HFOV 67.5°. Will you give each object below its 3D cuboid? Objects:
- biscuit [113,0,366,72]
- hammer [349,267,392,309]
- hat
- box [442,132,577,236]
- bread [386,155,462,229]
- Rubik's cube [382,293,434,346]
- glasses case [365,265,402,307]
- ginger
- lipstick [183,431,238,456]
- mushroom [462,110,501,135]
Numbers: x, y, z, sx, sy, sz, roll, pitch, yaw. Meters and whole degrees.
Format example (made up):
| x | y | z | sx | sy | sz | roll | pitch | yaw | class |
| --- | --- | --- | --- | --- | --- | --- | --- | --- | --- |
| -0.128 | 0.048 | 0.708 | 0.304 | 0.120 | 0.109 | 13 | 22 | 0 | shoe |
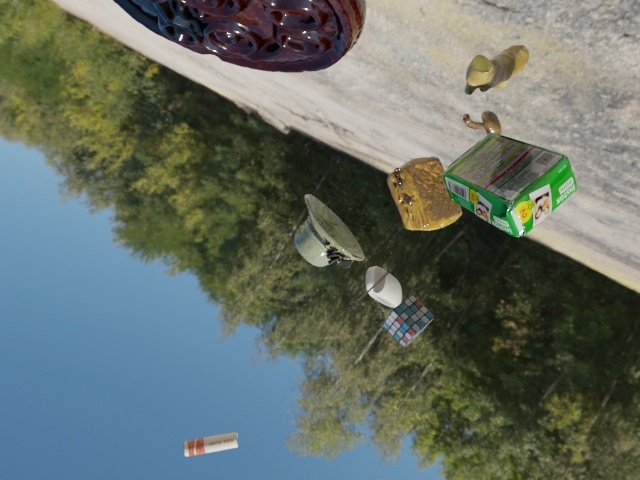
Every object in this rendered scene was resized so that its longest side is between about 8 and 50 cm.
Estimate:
| x | y | z | sx | sy | sz | roll | pitch | yaw | class |
| --- | --- | --- | --- | --- | --- | --- | --- | --- | --- |
| -0.133 | -0.354 | 0.698 | 0.407 | 0.091 | 0.407 | 12 | 176 | 1 | biscuit |
| 0.112 | 0.105 | 1.048 | 0.014 | 0.123 | 0.029 | 46 | 179 | 43 | hammer |
| 0.000 | 0.000 | 1.399 | 0.257 | 0.130 | 0.257 | 44 | -165 | -15 | hat |
| 0.404 | -0.128 | 1.051 | 0.103 | 0.180 | 0.250 | 53 | 176 | -35 | box |
| 0.286 | -0.126 | 1.343 | 0.235 | 0.099 | 0.210 | -19 | -96 | -47 | bread |
| 0.250 | 0.229 | 1.367 | 0.092 | 0.092 | 0.092 | -31 | -113 | -33 | Rubik's cube |
| 0.204 | 0.150 | 1.520 | 0.059 | 0.092 | 0.233 | -6 | 156 | 31 | glasses case |
| 0.400 | -0.393 | 1.097 | 0.065 | 0.118 | 0.299 | 40 | -142 | 19 | ginger |
| -0.274 | 0.510 | 1.199 | 0.130 | 0.038 | 0.038 | -8 | -167 | -8 | lipstick |
| 0.502 | -0.364 | 1.468 | 0.129 | 0.073 | 0.088 | 32 | -143 | 8 | mushroom |
